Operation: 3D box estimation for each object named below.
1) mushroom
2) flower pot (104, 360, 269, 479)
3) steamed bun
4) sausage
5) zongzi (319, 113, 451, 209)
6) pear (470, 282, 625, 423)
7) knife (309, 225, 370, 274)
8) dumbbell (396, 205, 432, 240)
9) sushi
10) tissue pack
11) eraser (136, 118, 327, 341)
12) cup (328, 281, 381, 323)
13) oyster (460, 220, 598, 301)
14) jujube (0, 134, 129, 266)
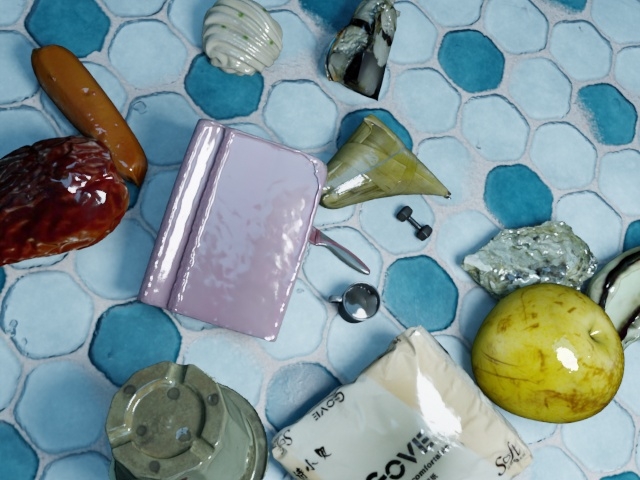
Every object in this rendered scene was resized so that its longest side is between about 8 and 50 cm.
[{"bbox_3d":[0.684,0.137,1.591,0.344,0.130,0.247,-37,108,-16],"label":"mushroom"},{"bbox_3d":[-0.236,0.336,1.234,0.291,0.259,0.290,0,62,1],"label":"flower pot"},{"bbox_3d":[-0.169,-0.441,1.581,0.183,0.106,0.182,3,72,-10],"label":"steamed bun"},{"bbox_3d":[-0.453,-0.253,1.471,0.094,0.097,0.348,-39,86,-12],"label":"sausage"},{"bbox_3d":[0.126,-0.106,1.554,0.256,0.115,0.228,43,74,-9],"label":"zongzi"},{"bbox_3d":[0.435,0.219,1.428,0.281,0.280,0.280,3,74,-11],"label":"pear"},{"bbox_3d":[0.000,0.000,1.538,0.247,0.018,0.035,35,74,2],"label":"knife"},{"bbox_3d":[0.201,-0.036,1.578,0.083,0.036,0.040,44,71,2],"label":"dumbbell"},{"bbox_3d":[0.091,-0.454,1.639,0.109,0.134,0.272,11,80,24],"label":"sushi"},{"bbox_3d":[0.159,0.391,1.375,0.390,0.195,0.375,44,84,3],"label":"tissue pack"},{"bbox_3d":[-0.158,-0.020,1.399,0.272,0.122,0.358,19,90,-7],"label":"eraser"},{"bbox_3d":[0.063,0.126,1.481,0.100,0.077,0.078,11,72,-9],"label":"cup"},{"bbox_3d":[0.446,0.056,1.565,0.268,0.112,0.198,-28,82,-15],"label":"oyster"},{"bbox_3d":[-0.527,-0.058,1.357,0.342,0.216,0.216,-21,80,-9],"label":"jujube"}]
